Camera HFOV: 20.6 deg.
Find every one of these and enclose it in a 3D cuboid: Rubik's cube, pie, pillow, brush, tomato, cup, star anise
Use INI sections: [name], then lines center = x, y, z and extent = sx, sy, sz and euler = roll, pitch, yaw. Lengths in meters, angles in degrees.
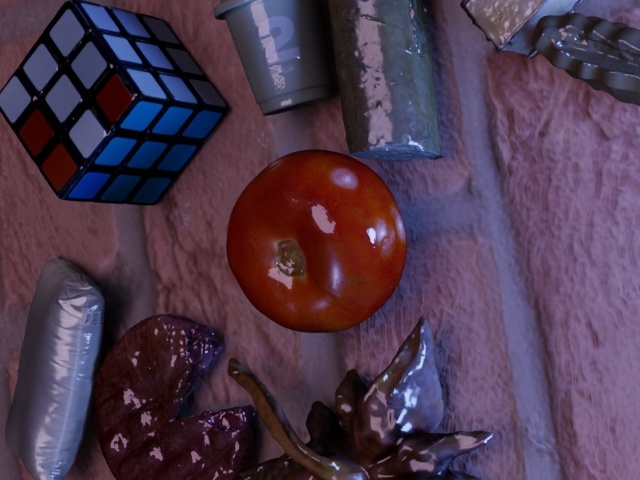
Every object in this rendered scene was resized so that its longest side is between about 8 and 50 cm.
[Rubik's cube]
center = -0.230, -0.149, 1.937
extent = 0.162, 0.160, 0.163
euler = -48, 63, 24
[pie]
center = -0.162, 0.191, 1.945
extent = 0.204, 0.054, 0.219
euler = -22, 78, 32
[pillow]
center = -0.308, 0.152, 2.031
extent = 0.144, 0.078, 0.254
euler = 22, 102, 53
[brush]
center = 0.334, -0.143, 1.602
extent = 0.301, 0.084, 0.071
euler = 22, 99, 28
[tomato]
center = 0.000, 0.000, 1.778
extent = 0.195, 0.136, 0.195
euler = 13, 114, 31
[cup]
center = -0.044, -0.206, 1.847
extent = 0.120, 0.120, 0.141
euler = -11, 93, 34
[star anise]
center = 0.044, 0.233, 1.766
extent = 0.292, 0.109, 0.349
euler = -30, 72, 22

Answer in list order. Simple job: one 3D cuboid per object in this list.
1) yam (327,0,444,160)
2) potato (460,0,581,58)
[yam]
center = 0.059, -0.205, 1.775
extent = 0.106, 0.106, 0.259
euler = -11, 81, 34
[potato]
center = 0.205, -0.241, 1.701
extent = 0.122, 0.061, 0.086
euler = -47, 64, 22
